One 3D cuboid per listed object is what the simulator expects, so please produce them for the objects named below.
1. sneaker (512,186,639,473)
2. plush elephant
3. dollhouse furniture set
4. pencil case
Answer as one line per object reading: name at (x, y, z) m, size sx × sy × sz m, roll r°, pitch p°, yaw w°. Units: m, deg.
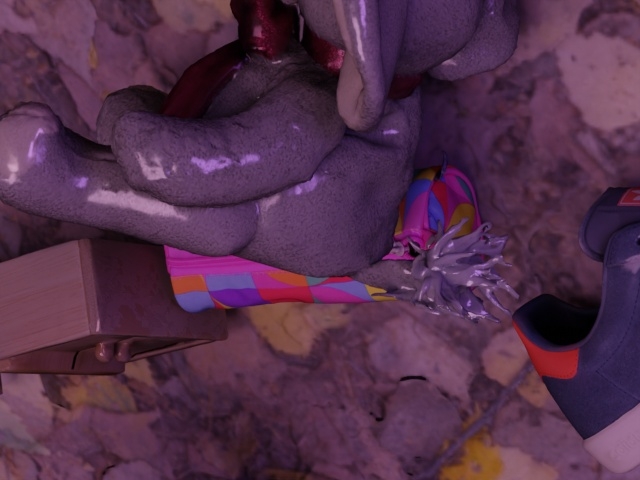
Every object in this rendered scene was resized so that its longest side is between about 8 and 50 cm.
sneaker at (0.253, -0.001, 1.108) m, size 0.148 × 0.131 × 0.350 m, roll 50°, pitch 122°, yaw 7°
plush elephant at (-0.008, -0.116, 1.093) m, size 0.330 × 0.272 × 0.255 m, roll 19°, pitch 102°, yaw 16°
dollhouse furniture set at (-0.197, 0.221, 1.324) m, size 0.256 × 0.362 × 0.394 m, roll -15°, pitch 78°, yaw 31°
pencil case at (0.000, 0.000, 1.256) m, size 0.236 × 0.104 × 0.104 m, roll -5°, pitch 111°, yaw 31°
